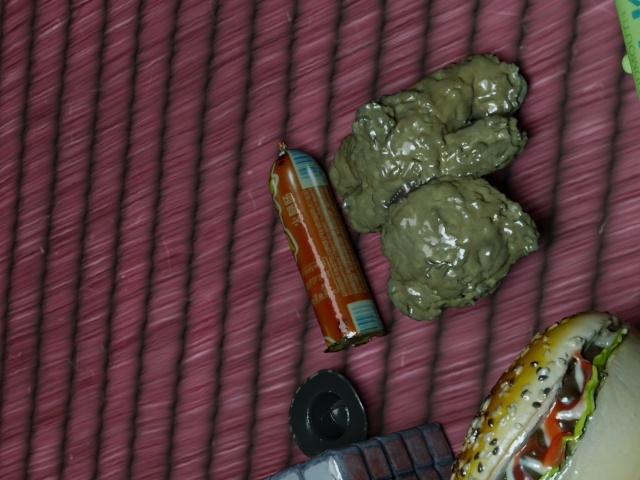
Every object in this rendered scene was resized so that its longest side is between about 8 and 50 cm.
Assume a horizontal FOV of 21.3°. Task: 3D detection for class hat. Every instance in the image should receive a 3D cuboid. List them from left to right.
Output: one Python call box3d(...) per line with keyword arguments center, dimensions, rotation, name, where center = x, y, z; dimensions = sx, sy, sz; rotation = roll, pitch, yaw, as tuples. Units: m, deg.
box3d(center=(0.018, 0.203, 1.991), dimensions=(0.121, 0.050, 0.121), rotation=(-3, 86, 42), name="hat")

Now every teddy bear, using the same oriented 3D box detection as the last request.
box3d(center=(0.127, -0.049, 1.849), dimensions=(0.267, 0.156, 0.256), rotation=(-34, 74, 30), name="teddy bear")

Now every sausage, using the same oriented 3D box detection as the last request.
box3d(center=(0.000, 0.000, 1.990), dimensions=(0.083, 0.083, 0.264), rotation=(-30, 72, 32), name="sausage")

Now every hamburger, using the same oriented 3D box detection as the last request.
box3d(center=(0.241, 0.204, 1.688), dimensions=(0.176, 0.300, 0.300), rotation=(32, 109, 14), name="hamburger")

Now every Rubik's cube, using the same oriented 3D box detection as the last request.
box3d(center=(0.031, 0.359, 1.871), dimensions=(0.237, 0.237, 0.238), rotation=(-31, 73, 31), name="Rubik's cube")

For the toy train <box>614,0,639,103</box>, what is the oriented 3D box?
box3d(center=(0.367, -0.201, 1.712), dimensions=(0.157, 0.105, 0.253), rotation=(-23, 76, 47), name="toy train")
